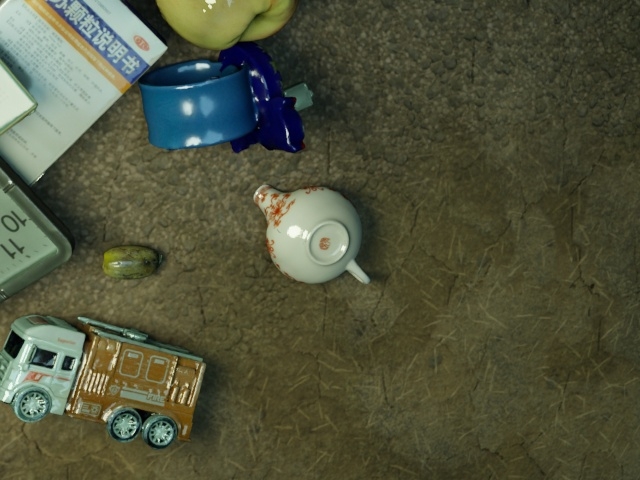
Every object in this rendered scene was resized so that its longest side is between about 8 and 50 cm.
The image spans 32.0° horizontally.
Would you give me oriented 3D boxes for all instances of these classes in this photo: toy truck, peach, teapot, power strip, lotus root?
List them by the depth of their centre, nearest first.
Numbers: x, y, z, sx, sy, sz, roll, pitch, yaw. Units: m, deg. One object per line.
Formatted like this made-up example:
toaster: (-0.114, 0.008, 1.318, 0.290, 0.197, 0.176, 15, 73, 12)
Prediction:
peach: (-0.144, -0.389, 1.593, 0.233, 0.232, 0.232, -5, 104, -22)
toy truck: (-0.334, 0.204, 1.687, 0.305, 0.136, 0.162, 18, 88, -28)
lotus root: (-0.286, 0.033, 1.712, 0.099, 0.049, 0.054, -2, 101, -29)
power strip: (-0.054, -0.219, 1.768, 0.090, 0.016, 0.040, -25, 110, -17)
teapot: (0.000, 0.000, 1.804, 0.159, 0.116, 0.245, -51, 122, -17)

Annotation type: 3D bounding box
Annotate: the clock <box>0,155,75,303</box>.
clock: (-0.521, -0.025, 1.545, 0.273, 0.049, 0.279, -29, 117, 18)

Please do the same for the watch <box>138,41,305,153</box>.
watch: (-0.158, -0.198, 1.635, 0.200, 0.196, 0.171, -18, 104, -29)

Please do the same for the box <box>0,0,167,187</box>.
box: (-0.390, -0.243, 1.548, 0.299, 0.106, 0.200, -44, 115, 2)

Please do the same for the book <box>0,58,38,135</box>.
book: (-0.575, -0.236, 1.390, 0.264, 0.031, 0.379, -37, 105, 1)
